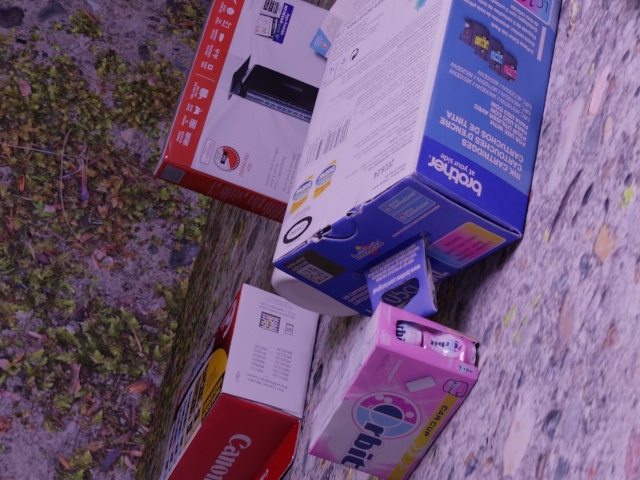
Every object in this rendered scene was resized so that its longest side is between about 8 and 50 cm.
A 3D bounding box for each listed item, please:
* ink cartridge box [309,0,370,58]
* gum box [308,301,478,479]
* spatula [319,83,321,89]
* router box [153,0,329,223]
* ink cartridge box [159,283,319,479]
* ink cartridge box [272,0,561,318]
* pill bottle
[{"bbox_3d":[0.075,-0.305,2.322,0.090,0.143,0.092,-59,3,-38],"label":"ink cartridge box"},{"bbox_3d":[0.073,0.152,1.546,0.062,0.107,0.188,-82,16,-49],"label":"gum box"},{"bbox_3d":[0.055,-0.081,1.930,0.019,0.168,0.242,4,-89,-60],"label":"spatula"},{"bbox_3d":[-0.060,-0.204,2.352,0.082,0.301,0.336,132,155,-65],"label":"router box"},{"bbox_3d":[-0.128,0.269,2.289,0.309,0.130,0.272,122,163,-46],"label":"ink cartridge box"},{"bbox_3d":[0.098,-0.097,1.641,0.270,0.151,0.396,-33,35,51],"label":"ink cartridge box"},{"bbox_3d":[0.025,-0.027,2.055,0.131,0.131,0.229,134,154,-65],"label":"pill bottle"}]
